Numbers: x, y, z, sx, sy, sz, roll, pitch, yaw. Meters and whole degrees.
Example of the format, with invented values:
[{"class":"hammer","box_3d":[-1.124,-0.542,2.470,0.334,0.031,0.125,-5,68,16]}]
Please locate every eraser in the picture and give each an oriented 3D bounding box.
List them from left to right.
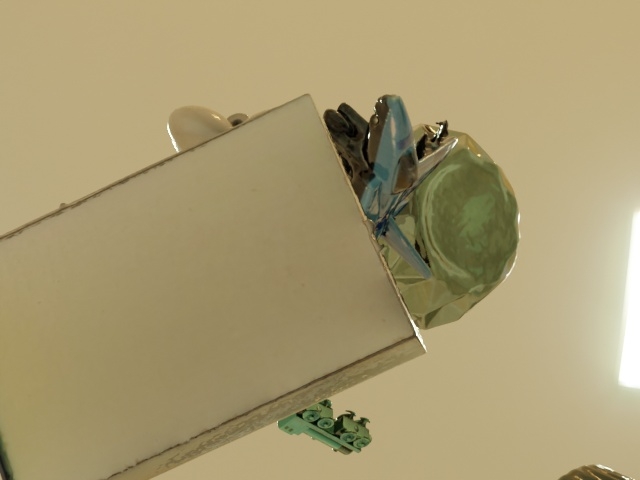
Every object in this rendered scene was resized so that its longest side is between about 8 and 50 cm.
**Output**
[{"class":"eraser","box_3d":[-0.051,0.022,0.629,0.023,0.150,0.104,59,-173,-66]}]

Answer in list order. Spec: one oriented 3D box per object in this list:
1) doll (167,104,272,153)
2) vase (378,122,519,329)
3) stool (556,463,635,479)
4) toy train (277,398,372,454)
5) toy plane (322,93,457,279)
[{"class":"doll","box_3d":[-0.070,-0.029,1.259,0.161,0.160,0.059,-29,-37,-5]},{"class":"vase","box_3d":[0.000,0.000,1.526,0.165,0.360,0.165,5,-98,-38]},{"class":"stool","box_3d":[0.370,0.421,1.929,0.297,0.330,0.297,-32,-43,-36]},{"class":"toy train","box_3d":[0.005,0.165,1.600,0.092,0.045,0.029,32,-145,-35]},{"class":"toy plane","box_3d":[0.024,-0.030,1.033,0.169,0.078,0.246,-45,-20,-17]}]
